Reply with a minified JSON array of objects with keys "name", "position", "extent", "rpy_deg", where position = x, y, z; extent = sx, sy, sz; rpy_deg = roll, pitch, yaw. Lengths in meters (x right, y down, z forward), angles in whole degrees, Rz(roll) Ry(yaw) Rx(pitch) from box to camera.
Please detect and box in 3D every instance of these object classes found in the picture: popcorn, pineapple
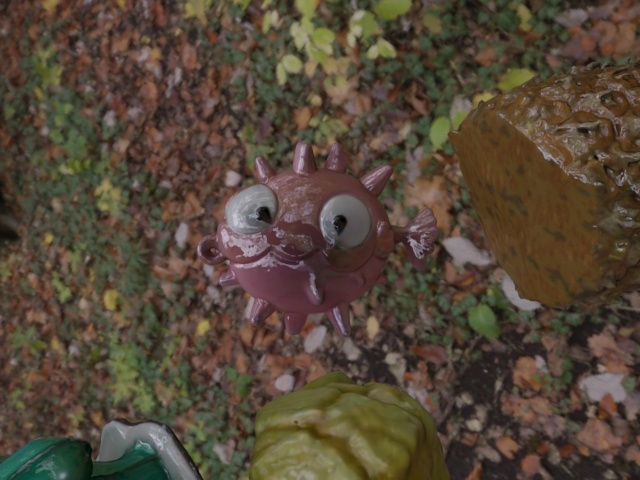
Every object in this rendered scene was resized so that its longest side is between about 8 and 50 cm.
[{"name":"popcorn","position":[0.040,0.319,0.834],"extent":[0.293,0.292,0.334],"rpy_deg":[33,119,46]},{"name":"pineapple","position":[0.308,-0.075,0.665],"extent":[0.362,0.202,0.202],"rpy_deg":[-19,32,-14]}]

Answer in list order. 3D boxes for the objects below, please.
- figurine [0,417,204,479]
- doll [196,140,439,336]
[{"name":"figurine","position":[-0.264,0.286,0.618],"extent":[0.231,0.340,0.323],"rpy_deg":[40,127,29]},{"name":"doll","position":[0.000,0.000,0.840],"extent":[0.093,0.262,0.211],"rpy_deg":[-141,55,-77]}]
